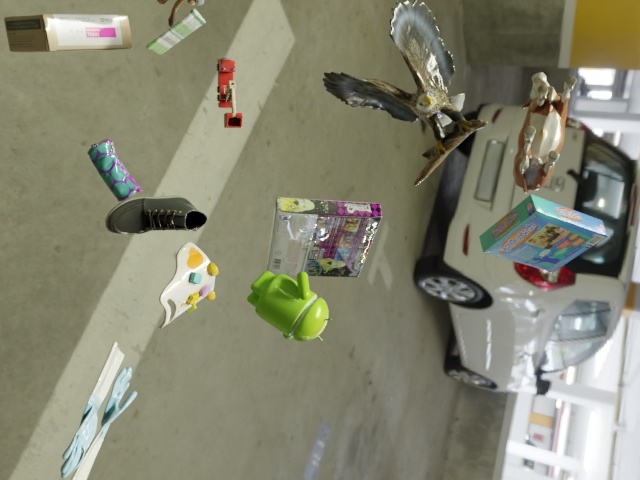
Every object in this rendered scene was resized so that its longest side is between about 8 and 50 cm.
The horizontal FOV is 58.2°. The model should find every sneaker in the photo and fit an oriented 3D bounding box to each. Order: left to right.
[{"bbox_3d":[-0.389,-0.056,1.375,0.222,0.118,0.083,-19,120,-38],"label":"sneaker"}]

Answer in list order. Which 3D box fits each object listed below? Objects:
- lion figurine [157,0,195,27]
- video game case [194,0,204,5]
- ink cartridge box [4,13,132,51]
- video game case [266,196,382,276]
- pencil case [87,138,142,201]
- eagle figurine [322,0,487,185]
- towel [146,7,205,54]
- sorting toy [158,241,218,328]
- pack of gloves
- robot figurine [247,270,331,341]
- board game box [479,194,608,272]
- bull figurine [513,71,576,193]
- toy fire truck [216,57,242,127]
[{"bbox_3d":[-0.318,-0.808,1.657,0.142,0.240,0.392,27,70,-42],"label":"lion figurine"},{"bbox_3d":[-0.306,-0.664,1.298,0.023,0.212,0.193,-27,97,-15],"label":"video game case"},{"bbox_3d":[-0.632,-0.522,1.451,0.235,0.193,0.088,-24,118,-49],"label":"ink cartridge box"},{"bbox_3d":[0.000,0.000,1.202,0.232,0.210,0.041,104,-13,-54],"label":"video game case"},{"bbox_3d":[-0.508,-0.173,1.416,0.151,0.070,0.064,61,15,-16],"label":"pencil case"},{"bbox_3d":[0.188,-0.302,1.159,0.226,0.298,0.225,-47,-174,-19],"label":"eagle figurine"},{"bbox_3d":[-0.363,-0.523,1.441,0.023,0.152,0.113,56,4,-7],"label":"towel"},{"bbox_3d":[-0.152,0.059,0.630,0.075,0.045,0.083,-49,161,-46],"label":"sorting toy"},{"bbox_3d":[-0.386,0.324,1.042,0.195,0.046,0.232,109,-2,-60],"label":"pack of gloves"},{"bbox_3d":[-0.040,0.090,0.768,0.067,0.115,0.101,-45,162,-48],"label":"robot figurine"},{"bbox_3d":[0.475,-0.009,1.231,0.160,0.210,0.047,-48,-144,45],"label":"board game box"},{"bbox_3d":[0.512,-0.266,1.321,0.188,0.101,0.310,52,50,-70],"label":"bull figurine"},{"bbox_3d":[-0.260,-0.421,1.635,0.047,0.135,0.192,-4,107,-21],"label":"toy fire truck"}]
